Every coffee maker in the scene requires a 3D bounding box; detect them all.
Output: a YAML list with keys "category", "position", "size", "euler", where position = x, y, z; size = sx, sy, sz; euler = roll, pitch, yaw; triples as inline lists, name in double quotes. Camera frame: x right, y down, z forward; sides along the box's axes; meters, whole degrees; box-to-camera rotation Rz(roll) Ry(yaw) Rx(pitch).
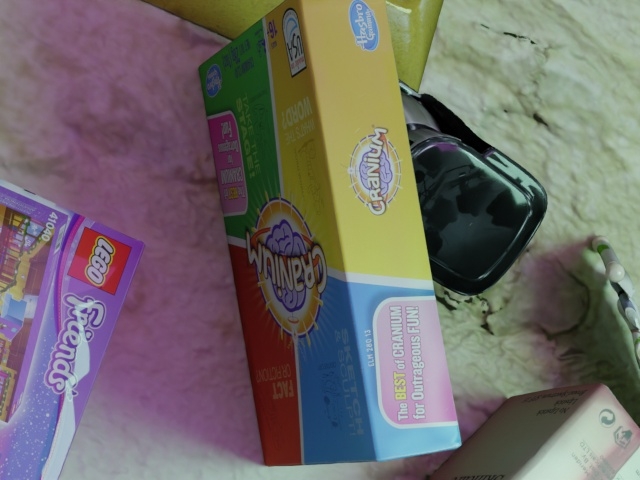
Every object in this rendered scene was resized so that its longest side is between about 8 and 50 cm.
- category: "coffee maker"
  position: [0.099, -0.042, 1.420]
  size: [0.171, 0.178, 0.120]
  euler: [8, 108, -20]

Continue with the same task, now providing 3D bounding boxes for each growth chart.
- category: "growth chart"
  position: [0.265, 0.113, 1.509]
  size: [0.021, 0.172, 0.237]
  euler: [-18, 92, 7]

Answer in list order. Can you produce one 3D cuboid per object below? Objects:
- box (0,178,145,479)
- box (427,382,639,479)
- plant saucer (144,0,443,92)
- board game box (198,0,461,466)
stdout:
- category: "box"
  position: [-0.265, 0.097, 1.307]
  size: [0.201, 0.057, 0.293]
  euler: [25, 72, -19]
- category: "box"
  position: [0.143, 0.232, 1.430]
  size: [0.232, 0.148, 0.127]
  euler: [-42, 99, -25]
- category: "plant saucer"
  position: [-0.010, -0.316, 1.481]
  size: [0.332, 0.081, 0.333]
  euler: [22, 73, -21]
- category: "board game box"
  position: [0.000, 0.000, 1.345]
  size: [0.064, 0.242, 0.317]
  euler: [-8, 85, -21]
